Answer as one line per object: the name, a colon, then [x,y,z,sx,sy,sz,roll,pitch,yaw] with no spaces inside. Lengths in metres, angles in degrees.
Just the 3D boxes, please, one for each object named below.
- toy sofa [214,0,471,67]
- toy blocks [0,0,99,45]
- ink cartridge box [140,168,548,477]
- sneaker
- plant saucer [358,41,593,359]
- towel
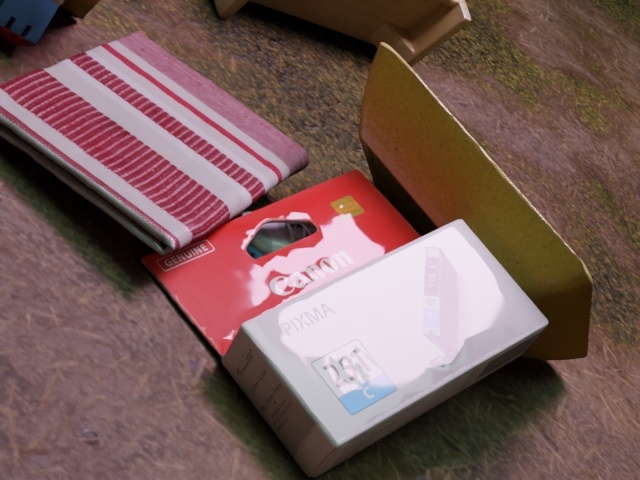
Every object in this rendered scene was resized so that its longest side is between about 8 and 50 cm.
toy sofa: [0.017,-0.361,1.989,0.363,0.150,0.177,12,52,-44]
toy blocks: [-0.237,-0.342,1.566,0.191,0.261,0.381,27,22,-21]
ink cartridge box: [0.026,0.048,1.400,0.296,0.066,0.261,-25,67,-40]
sneaker: [0.000,0.000,1.525,0.191,0.083,0.071,21,34,-32]
plant saucer: [0.153,-0.014,1.626,0.332,0.081,0.333,52,-5,20]
towel: [-0.165,-0.099,1.477,0.237,0.037,0.329,35,26,7]
